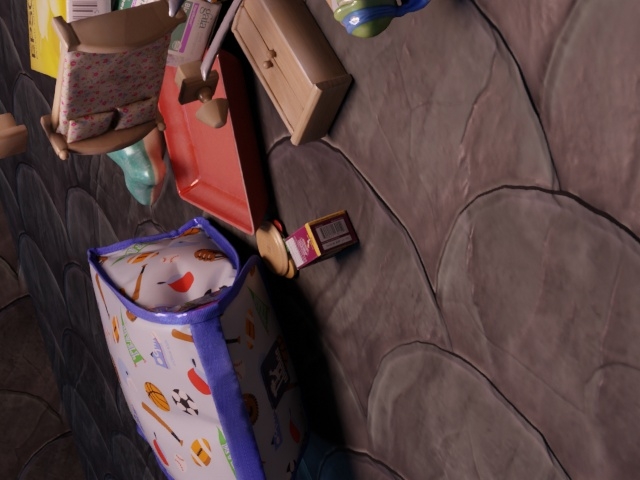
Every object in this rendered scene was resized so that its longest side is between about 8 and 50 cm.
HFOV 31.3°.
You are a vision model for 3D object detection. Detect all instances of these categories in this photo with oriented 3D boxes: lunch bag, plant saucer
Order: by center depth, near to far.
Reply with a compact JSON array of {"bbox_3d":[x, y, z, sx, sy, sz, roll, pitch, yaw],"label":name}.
[{"bbox_3d":[-0.153,-0.159,1.580,0.259,0.048,0.258,27,132,57],"label":"plant saucer"},{"bbox_3d":[-0.163,0.175,1.632,0.385,0.239,0.327,-144,36,-66],"label":"lunch bag"}]

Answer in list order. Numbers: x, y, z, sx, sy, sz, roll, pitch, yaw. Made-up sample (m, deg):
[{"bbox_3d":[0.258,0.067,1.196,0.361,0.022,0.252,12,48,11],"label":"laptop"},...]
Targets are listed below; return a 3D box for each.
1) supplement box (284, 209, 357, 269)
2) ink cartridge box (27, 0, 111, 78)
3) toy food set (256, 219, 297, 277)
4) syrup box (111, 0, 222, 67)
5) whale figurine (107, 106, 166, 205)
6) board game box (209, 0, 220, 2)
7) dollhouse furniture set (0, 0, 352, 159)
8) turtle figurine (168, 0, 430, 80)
[{"bbox_3d":[0.000,0.000,1.376,0.043,0.055,0.083,67,156,5],"label":"supplement box"},{"bbox_3d":[-0.357,-0.376,1.545,0.307,0.072,0.303,23,117,58],"label":"ink cartridge box"},{"bbox_3d":[-0.061,0.009,1.551,0.083,0.020,0.082,24,129,58],"label":"toy food set"},{"bbox_3d":[-0.223,-0.307,1.490,0.237,0.096,0.093,47,121,53],"label":"syrup box"},{"bbox_3d":[-0.310,-0.186,1.730,0.216,0.141,0.271,124,134,-64],"label":"whale figurine"},{"bbox_3d":[-0.149,-0.395,1.386,0.141,0.048,0.170,48,148,43],"label":"board game box"},{"bbox_3d":[-0.162,-0.168,1.219,0.173,0.356,0.303,60,153,18],"label":"dollhouse furniture set"},{"bbox_3d":[-0.042,-0.305,1.013,0.275,0.198,0.266,-8,83,24],"label":"turtle figurine"}]
